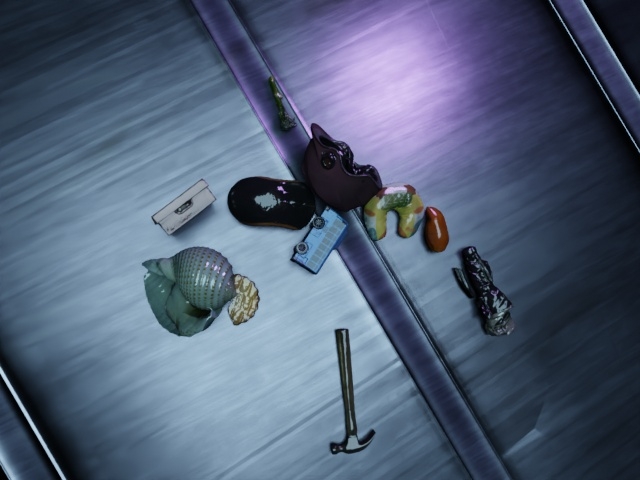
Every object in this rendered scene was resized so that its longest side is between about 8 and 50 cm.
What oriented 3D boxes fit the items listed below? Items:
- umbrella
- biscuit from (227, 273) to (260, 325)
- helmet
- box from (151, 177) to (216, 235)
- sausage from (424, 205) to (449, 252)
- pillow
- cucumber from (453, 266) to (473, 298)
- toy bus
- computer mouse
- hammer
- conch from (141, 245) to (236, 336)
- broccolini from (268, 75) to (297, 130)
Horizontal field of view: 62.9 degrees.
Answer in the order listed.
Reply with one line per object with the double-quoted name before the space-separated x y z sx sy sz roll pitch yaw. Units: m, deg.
"umbrella" 0.627 0.189 1.974 0.113 0.106 0.358 -22 88 -7
"biscuit" -0.275 0.208 1.857 0.118 0.061 0.183 -3 87 -11
"helmet" 0.051 -0.239 1.866 0.338 0.271 0.197 37 110 -3
"box" -0.466 -0.110 1.782 0.215 0.215 0.086 -39 101 -12
"sausage" 0.436 -0.043 1.978 0.089 0.089 0.179 -9 91 -9
"pillow" 0.276 -0.110 1.967 0.233 0.086 0.214 -3 95 -12
"cucumber" 0.548 0.162 1.999 0.034 0.033 0.135 -21 87 -4
"toy bus" 0.000 0.000 1.892 0.133 0.116 0.234 34 82 -2
"computer mouse" -0.173 -0.135 1.880 0.323 0.116 0.183 4 88 -9
"hammer" 0.098 0.541 1.889 0.168 0.044 0.440 -6 86 -8
"conch" -0.428 0.157 1.759 0.319 0.215 0.303 22 104 31
"broccolini" -0.154 -0.513 1.947 0.058 0.067 0.216 -19 87 -48
